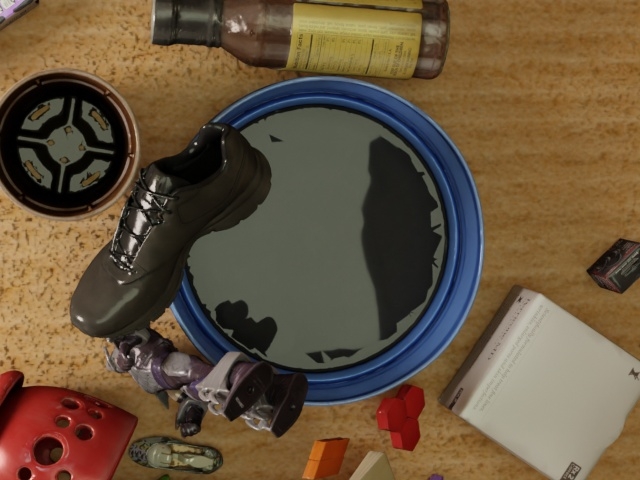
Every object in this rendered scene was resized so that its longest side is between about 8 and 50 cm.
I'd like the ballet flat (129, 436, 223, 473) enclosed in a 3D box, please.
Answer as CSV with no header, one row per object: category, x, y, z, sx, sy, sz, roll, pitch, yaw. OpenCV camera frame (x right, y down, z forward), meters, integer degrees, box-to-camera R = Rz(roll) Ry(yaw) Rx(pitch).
ballet flat,-0.172,0.259,1.820,0.114,0.041,0.041,8,92,-9

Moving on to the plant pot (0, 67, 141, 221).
plant pot,-0.288,-0.107,1.716,0.167,0.165,0.167,0,93,-8

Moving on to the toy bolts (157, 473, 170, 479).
toy bolts,-0.151,0.396,1.721,0.158,0.228,0.218,-25,109,-40

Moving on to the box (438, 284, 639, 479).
box,0.273,0.178,1.843,0.182,0.119,0.181,34,88,-9

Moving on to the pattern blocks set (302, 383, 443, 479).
pattern blocks set,0.045,0.346,1.767,0.325,0.026,0.285,-33,117,-45

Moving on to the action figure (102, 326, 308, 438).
action figure,-0.156,0.153,1.716,0.185,0.285,0.099,46,63,-39

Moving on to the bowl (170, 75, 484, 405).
bowl,0.000,0.000,1.812,0.391,0.077,0.391,-1,94,-8

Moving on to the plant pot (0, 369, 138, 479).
plant pot,-0.322,0.252,1.727,0.174,0.191,0.191,26,89,0

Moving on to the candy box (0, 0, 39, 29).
candy box,-0.448,-0.286,1.728,0.196,0.070,0.165,-37,98,-5

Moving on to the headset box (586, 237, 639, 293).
headset box,0.372,0.032,1.866,0.062,0.083,0.032,-43,99,-3

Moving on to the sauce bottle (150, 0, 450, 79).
sauce bottle,-0.025,-0.253,1.776,0.344,0.111,0.111,5,93,-8

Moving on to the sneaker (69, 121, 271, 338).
sneaker,-0.180,-0.020,1.663,0.109,0.130,0.286,33,77,27
